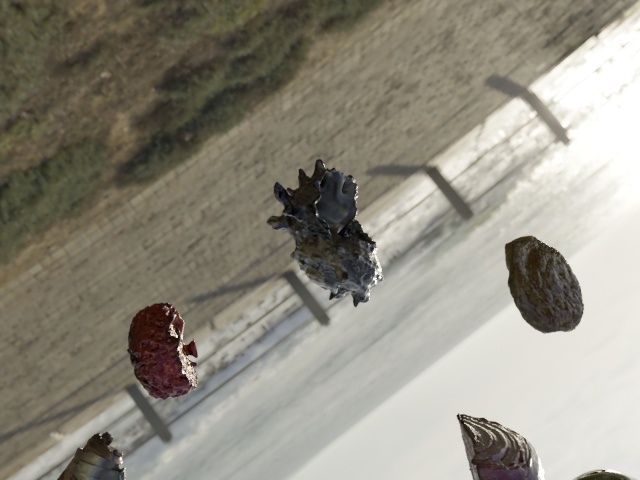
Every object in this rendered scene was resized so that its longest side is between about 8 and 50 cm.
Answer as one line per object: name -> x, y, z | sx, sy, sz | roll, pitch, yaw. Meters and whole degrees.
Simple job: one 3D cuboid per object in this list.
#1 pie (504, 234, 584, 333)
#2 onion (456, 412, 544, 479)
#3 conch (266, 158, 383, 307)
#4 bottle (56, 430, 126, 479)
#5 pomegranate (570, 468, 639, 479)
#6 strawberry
pie -> 0.385, 0.079, 1.732 | 0.163, 0.193, 0.079 | 15, 142, -39
onion -> 0.290, 0.386, 1.483 | 0.111, 0.247, 0.250 | -16, -167, 2
conch -> 0.010, 0.001, 1.840 | 0.186, 0.312, 0.240 | -19, -152, -4
bottle -> -0.390, 0.403, 1.663 | 0.152, 0.099, 0.099 | -56, 172, -6
pomegranate -> 0.500, 0.491, 1.575 | 0.291, 0.291, 0.323 | -26, 156, -50
strawberry -> -0.227, 0.159, 1.401 | 0.086, 0.145, 0.145 | -10, 170, 3
